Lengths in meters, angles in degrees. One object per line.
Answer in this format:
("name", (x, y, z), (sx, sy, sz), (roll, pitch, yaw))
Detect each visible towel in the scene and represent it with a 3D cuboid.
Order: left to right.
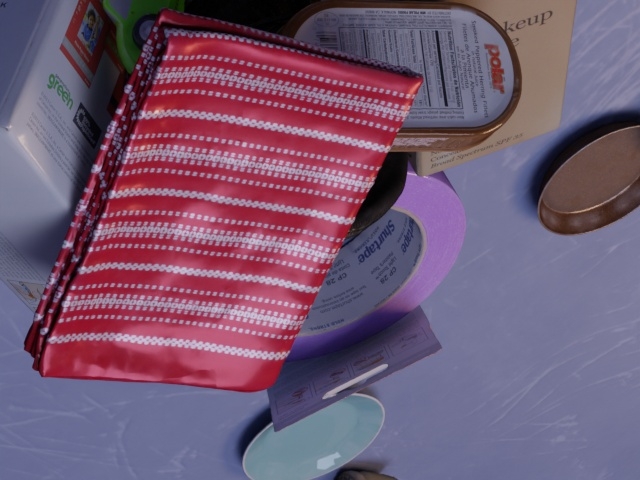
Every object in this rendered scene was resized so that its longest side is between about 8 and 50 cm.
("towel", (-0.066, -0.011, 0.930), (0.199, 0.031, 0.275), (9, 121, -31))

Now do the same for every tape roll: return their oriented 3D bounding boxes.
("tape roll", (0.000, 0.000, 1.356), (0.275, 0.090, 0.275), (-18, 144, -14))

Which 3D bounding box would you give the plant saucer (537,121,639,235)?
("plant saucer", (0.306, -0.072, 1.512), (0.168, 0.029, 0.168), (-17, 144, -13))

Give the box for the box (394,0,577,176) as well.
("box", (0.118, -0.200, 1.121), (0.148, 0.121, 0.311), (-20, 151, -5))

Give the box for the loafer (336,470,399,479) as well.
("loafer", (0.050, 0.411, 1.899), (0.092, 0.102, 0.268), (-3, 138, -21))

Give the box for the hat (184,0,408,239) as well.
("hat", (-0.008, -0.069, 1.060), (0.134, 0.331, 0.331), (7, 153, 24))

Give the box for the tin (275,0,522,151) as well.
("tin", (0.054, -0.116, 0.985), (0.189, 0.106, 0.040), (-2, 172, -19))

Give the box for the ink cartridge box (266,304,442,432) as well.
("ink cartridge box", (0.035, 0.138, 1.454), (0.189, 0.232, 0.066), (-27, 109, 1))

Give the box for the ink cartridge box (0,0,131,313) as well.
("ink cartridge box", (-0.167, -0.111, 1.028), (0.130, 0.272, 0.309), (5, 151, 21))

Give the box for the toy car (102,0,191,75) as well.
("toy car", (-0.102, -0.212, 0.901), (0.053, 0.225, 0.239), (13, 178, 7))

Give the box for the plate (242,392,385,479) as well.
("plate", (-0.011, 0.238, 1.707), (0.188, 0.024, 0.188), (-18, 144, -14))
